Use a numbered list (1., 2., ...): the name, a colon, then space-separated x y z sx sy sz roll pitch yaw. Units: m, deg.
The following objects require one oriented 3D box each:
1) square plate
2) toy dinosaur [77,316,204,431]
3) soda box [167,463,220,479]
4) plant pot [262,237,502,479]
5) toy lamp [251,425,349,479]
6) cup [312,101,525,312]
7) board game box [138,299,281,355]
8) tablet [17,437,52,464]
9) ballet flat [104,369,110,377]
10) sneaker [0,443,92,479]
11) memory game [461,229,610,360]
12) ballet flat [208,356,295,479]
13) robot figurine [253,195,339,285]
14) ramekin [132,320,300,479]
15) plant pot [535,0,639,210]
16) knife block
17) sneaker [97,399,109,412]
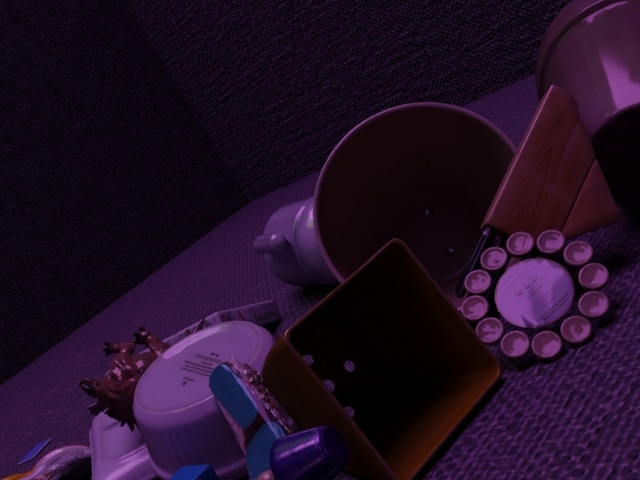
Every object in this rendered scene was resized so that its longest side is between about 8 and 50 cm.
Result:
1. square plate: -0.264 0.303 1.460 0.347 0.049 0.344 -28 17 -9
2. toy dinosaur: -0.288 0.236 1.420 0.296 0.127 0.200 -23 19 -37
3. soda box: -0.211 0.381 1.040 0.071 0.067 0.210 -19 16 45
4. plant pot: 0.052 0.162 1.006 0.212 0.212 0.187 -39 0 -34
5. toy lamp: -0.079 0.295 0.937 0.275 0.080 0.080 -40 6 27
6. cup: 0.170 -0.024 1.319 0.331 0.331 0.237 -31 -16 2
7. board game box: -0.220 0.197 1.695 0.193 0.053 0.305 -28 -7 16
8. tablet: -0.676 0.499 1.932 0.054 0.006 0.083 -26 13 22
9. ballet flat: -0.423 0.312 1.890 0.248 0.086 0.086 -20 15 43
10. sneaker: -0.501 0.458 1.493 0.225 0.088 0.093 -28 40 -22
11. memory game: 0.268 0.066 1.021 0.186 0.012 0.186 -13 54 18
12. ballet flat: -0.065 0.246 1.042 0.091 0.241 0.077 -47 -39 20
13. robot figurine: 0.000 0.000 1.824 0.300 0.199 0.353 -8 -2 -30
14. ramekin: -0.158 0.235 1.238 0.273 0.127 0.273 -21 24 10
15. plant pot: 0.493 -0.199 1.241 0.323 0.323 0.280 -25 30 31
16. knife block: 0.268 -0.044 1.125 0.242 0.275 0.088 -20 -6 2
17. sneaker: -0.353 0.308 1.716 0.222 0.083 0.118 -18 3 22
